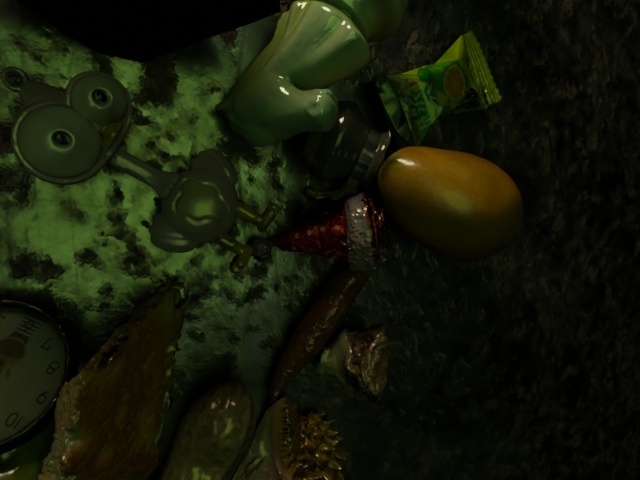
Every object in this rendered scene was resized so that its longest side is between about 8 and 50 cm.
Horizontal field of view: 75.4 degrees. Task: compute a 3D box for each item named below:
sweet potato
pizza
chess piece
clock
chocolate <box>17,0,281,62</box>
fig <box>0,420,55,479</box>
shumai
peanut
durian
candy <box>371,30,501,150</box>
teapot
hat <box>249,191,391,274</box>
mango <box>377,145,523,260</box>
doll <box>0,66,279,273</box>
[{"bbox_3d":[0.001,0.137,0.704,0.314,0.066,0.072,-53,150,-8],"label":"sweet potato"},{"bbox_3d":[-0.262,0.191,0.564,0.189,0.071,0.297,29,75,-64],"label":"pizza"},{"bbox_3d":[-0.015,-0.258,0.582,0.175,0.176,0.298,33,87,-25],"label":"chess piece"},{"bbox_3d":[-0.395,0.160,0.495,0.184,0.040,0.185,8,59,-14],"label":"clock"},{"bbox_3d":[-0.203,-0.407,0.411,0.326,0.314,0.297,25,66,-59],"label":"chocolate"},{"bbox_3d":[-0.390,0.321,0.509,0.167,0.167,0.233,37,96,-24],"label":"fig"},{"bbox_3d":[0.054,0.210,0.719,0.116,0.145,0.146,6,96,-6],"label":"shumai"},{"bbox_3d":[-0.180,0.350,0.622,0.120,0.136,0.298,22,88,-25],"label":"peanut"},{"bbox_3d":[-0.038,0.432,0.724,0.195,0.185,0.305,27,79,-48],"label":"durian"},{"bbox_3d":[0.208,-0.261,0.737,0.246,0.069,0.149,-30,104,-12],"label":"candy"},{"bbox_3d":[0.034,-0.131,0.650,0.119,0.130,0.166,24,123,-3],"label":"teapot"},{"bbox_3d":[0.000,-0.003,0.665,0.227,0.140,0.129,-7,91,6],"label":"hat"},{"bbox_3d":[0.204,-0.060,0.656,0.317,0.211,0.173,7,113,-56],"label":"mango"},{"bbox_3d":[-0.234,-0.094,0.553,0.365,0.094,0.160,36,80,-25],"label":"doll"}]
